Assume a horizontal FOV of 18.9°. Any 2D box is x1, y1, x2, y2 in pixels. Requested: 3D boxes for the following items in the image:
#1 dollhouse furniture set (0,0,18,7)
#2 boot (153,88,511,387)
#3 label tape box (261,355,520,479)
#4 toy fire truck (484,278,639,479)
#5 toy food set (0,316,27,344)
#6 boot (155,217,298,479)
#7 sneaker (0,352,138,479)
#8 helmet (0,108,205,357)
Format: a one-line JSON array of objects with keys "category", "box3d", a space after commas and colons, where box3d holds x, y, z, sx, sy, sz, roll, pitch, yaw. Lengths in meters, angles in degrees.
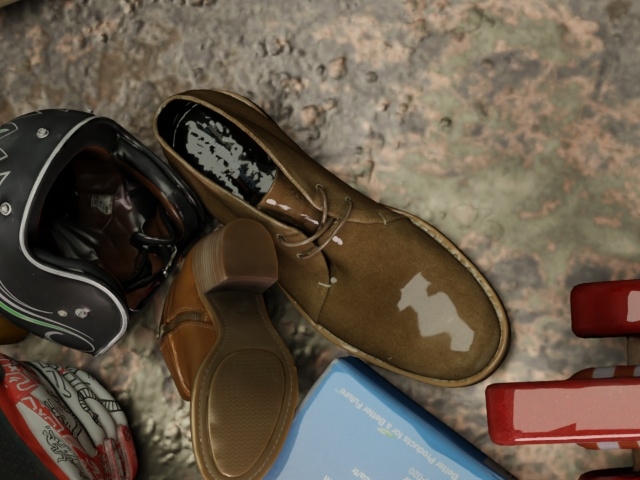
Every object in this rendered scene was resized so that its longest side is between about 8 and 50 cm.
[{"category": "dollhouse furniture set", "box3d": [-0.308, -0.354, 1.439, 0.303, 0.174, 0.355, -23, 63, -14]}, {"category": "boot", "box3d": [0.000, 0.000, 1.361, 0.305, 0.115, 0.112, 38, 93, 10]}, {"category": "label tape box", "box3d": [0.014, 0.290, 1.329, 0.249, 0.115, 0.347, 36, 94, 8]}, {"category": "toy fire truck", "box3d": [0.269, 0.106, 1.219, 0.302, 0.254, 0.169, -2, 87, 13]}, {"category": "toy food set", "box3d": [-0.349, 0.058, 1.444, 0.232, 0.104, 0.111, 19, 92, 13]}, {"category": "boot", "box3d": [-0.074, 0.094, 1.346, 0.073, 0.152, 0.197, 12, 66, -19]}, {"category": "sneaker", "box3d": [-0.167, 0.188, 1.358, 0.090, 0.145, 0.270, -47, 61, 20]}, {"category": "helmet", "box3d": [-0.184, -0.012, 1.375, 0.161, 0.169, 0.169, 39, 97, -6]}]
